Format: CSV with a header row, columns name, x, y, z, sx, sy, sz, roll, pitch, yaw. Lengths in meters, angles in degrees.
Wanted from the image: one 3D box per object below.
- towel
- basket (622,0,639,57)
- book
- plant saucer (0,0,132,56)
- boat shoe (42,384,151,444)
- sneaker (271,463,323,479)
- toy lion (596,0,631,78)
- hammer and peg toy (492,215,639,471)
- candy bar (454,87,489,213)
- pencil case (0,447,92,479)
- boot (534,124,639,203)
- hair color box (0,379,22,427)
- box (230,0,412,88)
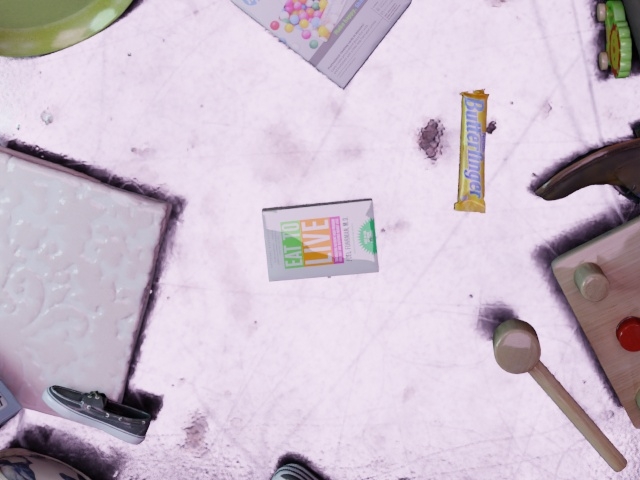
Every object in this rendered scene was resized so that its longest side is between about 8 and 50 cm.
name,x,y,z,sx,sy,sz,roll,pitch,yaw
towel,-0.375,0.053,1.698,0.317,0.053,0.331,17,108,-1
basket,0.435,-0.342,1.622,0.204,0.154,0.226,-15,78,-27
book,0.000,0.000,1.731,0.144,0.035,0.096,-6,98,0
plant saucer,-0.339,-0.309,1.624,0.241,0.241,0.037,-23,69,3
boat shoe,-0.282,0.212,1.694,0.142,0.049,0.040,26,105,-11
sneaker,0.014,0.435,1.736,0.281,0.106,0.162,41,99,8
toy lion,0.372,-0.252,1.669,0.034,0.096,0.100,-4,94,1
hammer and peg toy,0.407,0.107,1.666,0.361,0.127,0.266,-28,103,9
candy bar,0.197,-0.116,1.723,0.040,0.018,0.161,2,95,1
pencil case,-0.436,0.458,1.703,0.183,0.160,0.410,33,95,29
boot,0.387,-0.077,1.690,0.219,0.082,0.106,-28,91,1
hair color box,-0.567,0.134,1.660,0.185,0.113,0.374,-42,86,28
box,0.001,-0.306,1.702,0.186,0.038,0.145,39,94,-1
